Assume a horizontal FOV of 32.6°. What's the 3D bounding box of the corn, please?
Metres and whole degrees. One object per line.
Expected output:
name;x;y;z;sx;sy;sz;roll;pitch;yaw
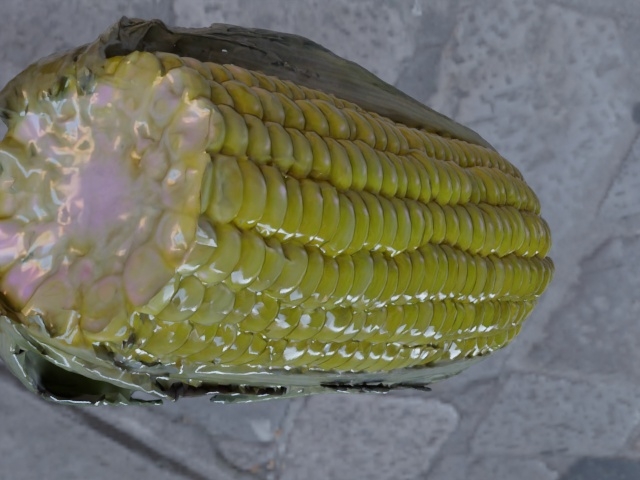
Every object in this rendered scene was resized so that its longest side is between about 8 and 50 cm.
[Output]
corn;-0.004;0.000;0.435;0.123;0.122;0.305;-48;152;19
